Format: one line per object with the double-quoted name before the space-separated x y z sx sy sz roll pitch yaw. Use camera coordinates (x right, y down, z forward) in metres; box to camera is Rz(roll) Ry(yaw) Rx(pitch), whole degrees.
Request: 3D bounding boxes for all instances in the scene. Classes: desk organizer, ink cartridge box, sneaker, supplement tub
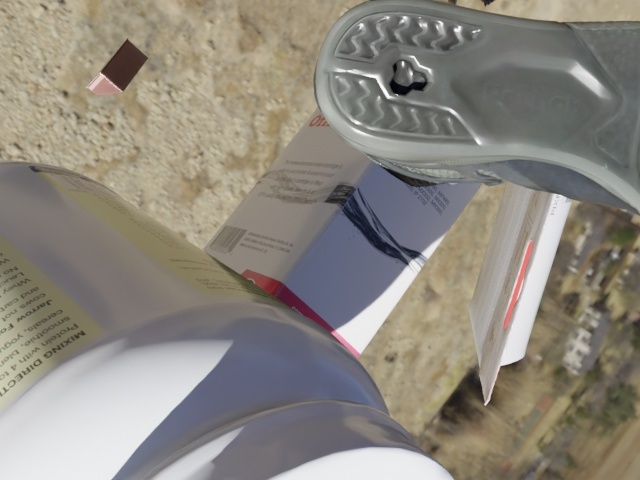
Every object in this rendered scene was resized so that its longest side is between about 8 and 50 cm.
"desk organizer" -0.354 -0.295 1.589 0.047 0.050 0.130 -35 -157 34
"ink cartridge box" 0.173 0.018 0.740 0.225 0.056 0.181 -74 178 -75
"sneaker" 0.107 -0.059 0.434 0.130 0.227 0.087 -116 -146 -83
"supplement tub" -0.111 0.110 0.452 0.235 0.325 0.235 -19 121 -34
"ink cartridge box" 0.000 0.000 0.767 0.100 0.172 0.237 44 75 -26

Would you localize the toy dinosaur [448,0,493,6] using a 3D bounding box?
"toy dinosaur" 0.137 -0.271 0.914 0.053 0.093 0.183 -36 -174 -15
